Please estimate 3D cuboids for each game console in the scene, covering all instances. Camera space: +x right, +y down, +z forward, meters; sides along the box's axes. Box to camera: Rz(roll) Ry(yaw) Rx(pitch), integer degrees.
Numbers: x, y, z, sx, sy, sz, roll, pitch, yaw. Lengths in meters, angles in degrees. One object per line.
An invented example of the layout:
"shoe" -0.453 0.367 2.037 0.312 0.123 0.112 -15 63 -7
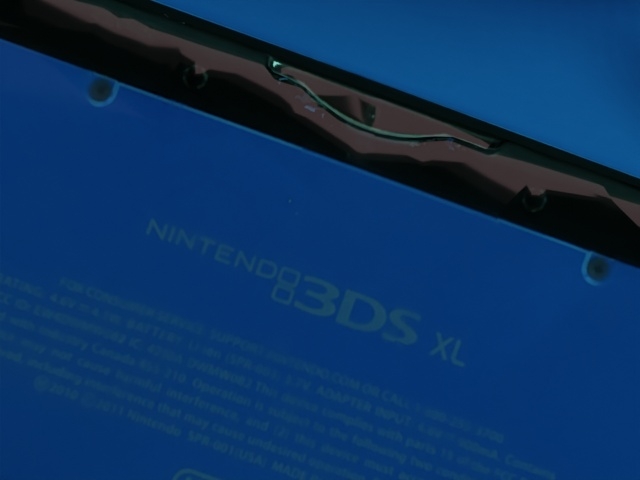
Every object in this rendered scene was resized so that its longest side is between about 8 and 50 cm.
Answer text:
"game console" 0.000 0.000 0.610 0.293 0.173 0.250 20 92 -1
